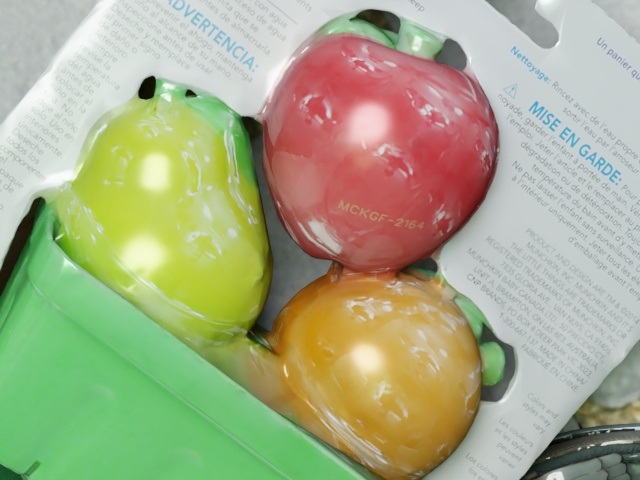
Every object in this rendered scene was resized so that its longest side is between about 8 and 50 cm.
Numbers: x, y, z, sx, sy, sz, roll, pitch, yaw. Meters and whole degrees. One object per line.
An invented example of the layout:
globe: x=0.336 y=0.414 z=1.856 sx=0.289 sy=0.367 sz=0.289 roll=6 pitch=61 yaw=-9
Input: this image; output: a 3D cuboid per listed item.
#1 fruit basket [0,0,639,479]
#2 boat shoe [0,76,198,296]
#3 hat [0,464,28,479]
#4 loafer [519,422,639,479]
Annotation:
fruit basket: x=0.000 y=0.000 z=0.771 sx=0.327 sy=0.165 sz=0.353 roll=38 pitch=90 yaw=-15
boat shoe: x=-0.157 y=-0.015 z=0.871 sx=0.285 sy=0.089 sz=0.104 roll=-41 pitch=118 yaw=17
hat: x=-0.271 y=0.199 z=0.871 sx=0.208 sy=0.183 sz=0.173 roll=-41 pitch=92 yaw=14
loafer: x=0.097 y=0.177 z=0.857 sx=0.267 sy=0.084 sz=0.096 roll=-18 pitch=97 yaw=12
